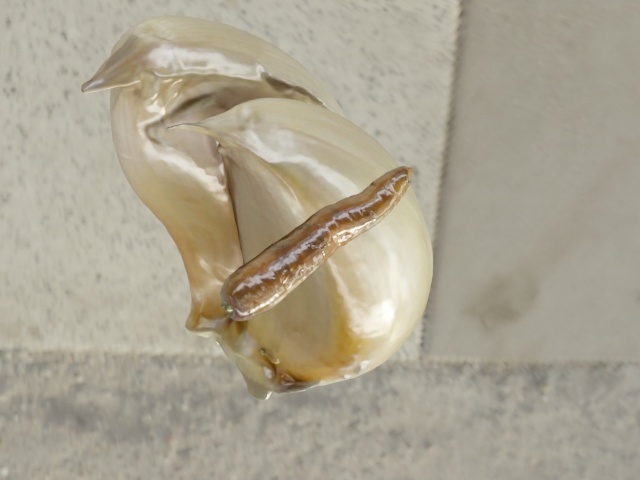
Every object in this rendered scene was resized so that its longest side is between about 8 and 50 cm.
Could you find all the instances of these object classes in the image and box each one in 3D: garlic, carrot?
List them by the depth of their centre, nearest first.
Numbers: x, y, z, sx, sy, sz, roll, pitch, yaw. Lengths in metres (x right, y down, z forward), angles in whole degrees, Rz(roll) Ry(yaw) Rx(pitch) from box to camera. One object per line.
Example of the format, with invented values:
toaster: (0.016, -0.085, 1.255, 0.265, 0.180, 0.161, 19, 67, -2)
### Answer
carrot: (-0.001, -0.001, 1.110, 0.165, 0.036, 0.035, -38, 111, -18)
garlic: (-0.046, -0.032, 1.362, 0.249, 0.286, 0.313, -10, 122, -2)
